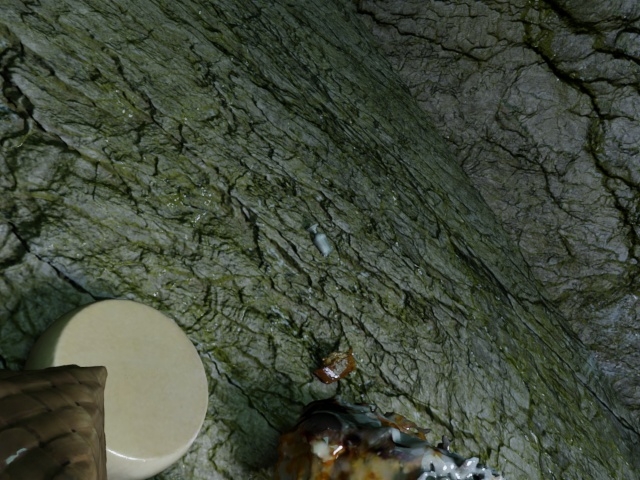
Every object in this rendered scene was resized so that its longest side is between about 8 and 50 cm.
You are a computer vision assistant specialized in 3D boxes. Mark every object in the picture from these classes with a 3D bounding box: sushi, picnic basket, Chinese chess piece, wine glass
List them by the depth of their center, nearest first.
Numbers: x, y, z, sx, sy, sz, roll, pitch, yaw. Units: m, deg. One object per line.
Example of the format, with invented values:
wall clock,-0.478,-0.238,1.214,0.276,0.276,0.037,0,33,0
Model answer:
picnic basket,-0.367,0.276,0.585,0.337,0.337,0.292,-12,110,-56
Chinese chess piece,-0.291,0.213,0.900,0.273,0.102,0.273,34,35,-29
sushi,0.132,0.394,1.035,0.418,0.418,0.175,27,79,-35
sushi,0.033,0.261,1.313,0.118,0.062,0.060,-20,87,-56
wine glass,0.000,0.000,1.560,0.039,0.042,0.083,-25,80,-29
